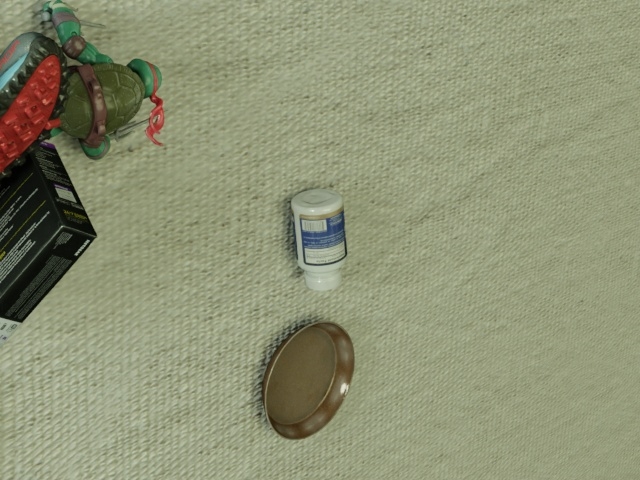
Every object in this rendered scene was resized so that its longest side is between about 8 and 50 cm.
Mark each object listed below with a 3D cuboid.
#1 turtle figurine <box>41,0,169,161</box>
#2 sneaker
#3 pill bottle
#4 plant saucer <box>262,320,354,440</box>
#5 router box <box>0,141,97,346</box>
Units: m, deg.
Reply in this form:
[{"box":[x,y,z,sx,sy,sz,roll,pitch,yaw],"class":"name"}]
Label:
[{"box":[-0.244,-0.148,1.209,0.234,0.118,0.175,-20,113,-32],"class":"turtle figurine"},{"box":[-0.328,-0.099,1.069,0.262,0.125,0.104,-45,168,24],"class":"sneaker"},{"box":[0.000,0.000,1.559,0.067,0.067,0.120,-27,124,-38],"class":"pill bottle"},{"box":[-0.021,0.184,1.637,0.168,0.029,0.168,-19,117,-41],"class":"plant saucer"},{"box":[-0.296,0.007,1.141,0.179,0.133,0.046,-46,142,18],"class":"router box"}]
